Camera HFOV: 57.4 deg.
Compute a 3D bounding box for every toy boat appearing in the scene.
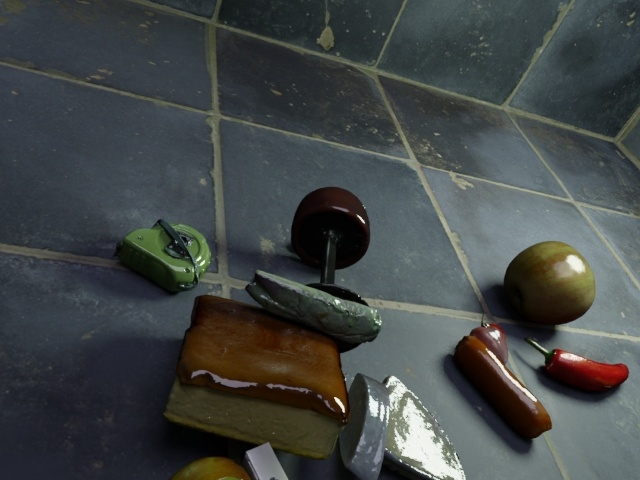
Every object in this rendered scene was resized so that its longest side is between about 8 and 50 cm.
[{"bbox_3d":[0.161,0.408,1.240,0.293,0.111,0.276,23,34,-26],"label":"toy boat"}]

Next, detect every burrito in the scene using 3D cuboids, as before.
[{"bbox_3d":[-0.014,0.146,1.236,0.309,0.096,0.066,22,33,-13],"label":"burrito"}]

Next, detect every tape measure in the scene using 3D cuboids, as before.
[{"bbox_3d":[-0.349,0.031,1.379,0.200,0.106,0.175,32,40,5],"label":"tape measure"}]

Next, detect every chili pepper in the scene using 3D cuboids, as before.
[{"bbox_3d":[0.746,0.366,1.651,0.368,0.092,0.137,20,17,-19],"label":"chili pepper"}]

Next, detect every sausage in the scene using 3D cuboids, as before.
[{"bbox_3d":[0.448,0.363,1.460,0.083,0.089,0.300,-21,56,-37],"label":"sausage"}]

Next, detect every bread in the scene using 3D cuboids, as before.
[{"bbox_3d":[-0.116,0.256,1.154,0.333,0.143,0.323,18,18,-12],"label":"bread"}]

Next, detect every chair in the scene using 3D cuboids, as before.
[{"bbox_3d":[0.021,0.061,1.460,0.227,0.226,0.401,18,38,-10],"label":"chair"}]

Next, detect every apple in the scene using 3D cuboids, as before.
[{"bbox_3d":[0.685,0.134,1.762,0.234,0.257,0.257,-25,53,-7],"label":"apple"},{"bbox_3d":[-0.183,0.439,0.948,0.147,0.146,0.163,-11,74,-38],"label":"apple"}]

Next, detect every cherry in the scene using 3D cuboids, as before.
[{"bbox_3d":[0.448,0.277,1.567,0.106,0.087,0.126,18,55,-22],"label":"cherry"}]

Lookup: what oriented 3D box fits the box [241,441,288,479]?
[{"bbox_3d":[-0.094,0.441,1.006,0.051,0.130,0.129,-12,50,-32],"label":"box"}]
